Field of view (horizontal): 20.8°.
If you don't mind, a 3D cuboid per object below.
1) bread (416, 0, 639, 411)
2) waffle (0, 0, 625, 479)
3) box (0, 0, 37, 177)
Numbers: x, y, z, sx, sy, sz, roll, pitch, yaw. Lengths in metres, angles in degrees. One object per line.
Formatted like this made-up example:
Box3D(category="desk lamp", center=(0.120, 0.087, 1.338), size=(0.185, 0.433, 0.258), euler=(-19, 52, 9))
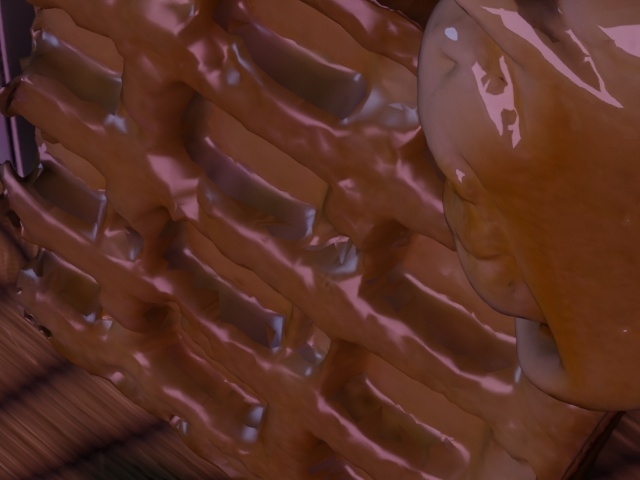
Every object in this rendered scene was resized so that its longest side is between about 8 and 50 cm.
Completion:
Box3D(category="bread", center=(0.177, -0.021, 0.401), size=(0.311, 0.121, 0.173), euler=(8, 137, 24))
Box3D(category="waffle", center=(0.000, 0.000, 0.686), size=(0.304, 0.077, 0.348), euler=(35, 145, 15))
Box3D(category="box", center=(-0.170, -0.108, 0.784), size=(0.129, 0.051, 0.130), euler=(30, 144, 22))
